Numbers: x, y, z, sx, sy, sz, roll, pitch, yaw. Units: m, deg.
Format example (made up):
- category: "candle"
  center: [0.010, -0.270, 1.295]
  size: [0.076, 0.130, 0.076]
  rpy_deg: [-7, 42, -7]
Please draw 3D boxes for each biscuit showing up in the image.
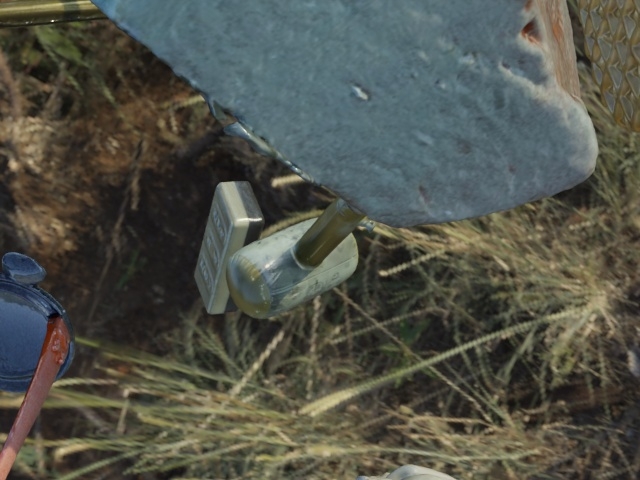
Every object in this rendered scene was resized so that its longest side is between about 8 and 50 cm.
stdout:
- category: "biscuit"
  center: [0.278, -0.202, 0.921]
  size: [0.040, 0.204, 0.309]
  rpy_deg: [-7, 29, 0]

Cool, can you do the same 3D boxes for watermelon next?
- category: "watermelon"
  center: [0.038, -0.119, 0.524]
  size: [0.228, 0.387, 0.258]
  rpy_deg: [-43, 91, -1]

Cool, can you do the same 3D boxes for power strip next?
- category: "power strip"
  center: [-0.166, 0.020, 1.800]
  size: [0.256, 0.070, 0.105]
  rpy_deg: [108, 149, -43]

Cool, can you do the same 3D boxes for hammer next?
- category: "hammer"
  center: [0.000, 0.000, 1.386]
  size: [0.113, 0.202, 0.305]
  rpy_deg: [58, 147, 7]

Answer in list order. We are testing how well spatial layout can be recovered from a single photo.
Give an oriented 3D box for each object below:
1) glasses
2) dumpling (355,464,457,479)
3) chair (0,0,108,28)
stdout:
- category: "glasses"
  center: [-0.287, 0.128, 0.638]
  size: [0.234, 0.118, 0.268]
  rpy_deg: [-12, 28, 4]
- category: "dumpling"
  center: [0.095, 0.278, 1.047]
  size: [0.127, 0.188, 0.108]
  rpy_deg: [38, 96, 12]
- category: "chair"
  center: [-0.247, -0.363, 0.843]
  size: [0.362, 0.410, 0.364]
  rpy_deg: [53, 149, 9]
